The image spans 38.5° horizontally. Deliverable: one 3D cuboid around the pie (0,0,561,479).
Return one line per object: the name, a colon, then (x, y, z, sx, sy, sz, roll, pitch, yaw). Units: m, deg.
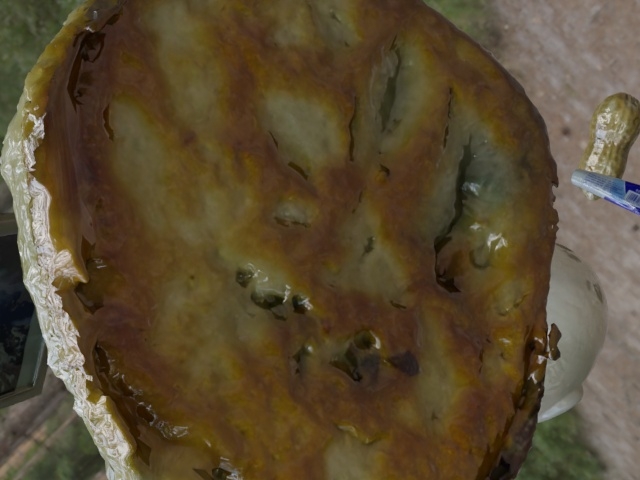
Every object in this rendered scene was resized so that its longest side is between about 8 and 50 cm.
pie: (0.000, 0.000, 0.453, 0.315, 0.315, 0.092, 46, 152, -12)

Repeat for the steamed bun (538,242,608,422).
steamed bun: (0.251, 0.115, 1.066, 0.131, 0.228, 0.177, 19, -160, -9)

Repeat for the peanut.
peanut: (0.479, -0.155, 1.531, 0.089, 0.192, 0.089, 13, -157, -6)

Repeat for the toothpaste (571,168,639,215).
toothpaste: (0.225, -0.037, 0.702, 0.015, 0.024, 0.083, 32, 180, -34)

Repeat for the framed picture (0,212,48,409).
framed picture: (-0.312, 0.076, 0.748, 0.019, 0.208, 0.281, 26, -159, 22)
